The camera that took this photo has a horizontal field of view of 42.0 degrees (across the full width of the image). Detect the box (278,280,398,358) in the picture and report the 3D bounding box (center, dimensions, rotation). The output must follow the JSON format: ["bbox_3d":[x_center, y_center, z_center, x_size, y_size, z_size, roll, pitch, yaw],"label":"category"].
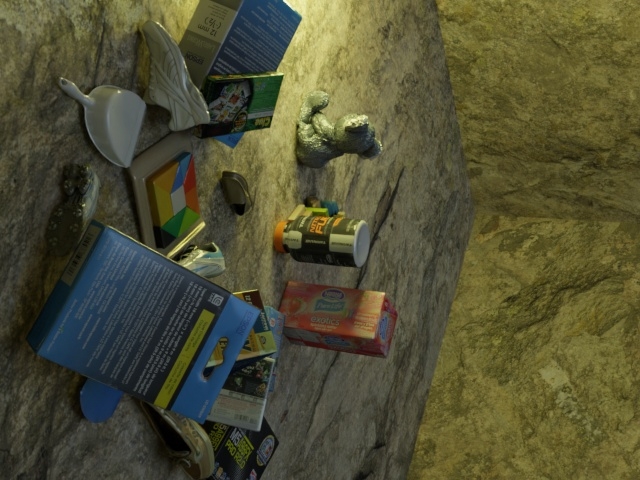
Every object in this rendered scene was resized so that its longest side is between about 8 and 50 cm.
[{"bbox_3d":[0.046,0.220,2.338,0.154,0.299,0.142,54,47,-55],"label":"box"}]

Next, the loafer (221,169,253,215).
[{"bbox_3d":[-0.200,-0.113,2.013,0.148,0.056,0.050,63,32,-50],"label":"loafer"}]

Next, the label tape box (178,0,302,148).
[{"bbox_3d":[-0.203,-0.404,1.856,0.348,0.115,0.249,-62,156,4],"label":"label tape box"}]

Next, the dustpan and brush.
[{"bbox_3d":[-0.404,-0.241,1.530,0.211,0.060,0.147,56,42,-65],"label":"dustpan and brush"}]

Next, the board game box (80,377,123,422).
[{"bbox_3d":[-0.418,0.264,1.604,0.133,0.033,0.169,68,39,-55],"label":"board game box"}]

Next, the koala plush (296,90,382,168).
[{"bbox_3d":[0.058,-0.297,2.375,0.196,0.221,0.203,62,40,-52],"label":"koala plush"}]

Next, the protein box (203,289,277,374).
[{"bbox_3d":[-0.236,0.205,1.679,0.201,0.199,0.136,-7,73,-41],"label":"protein box"}]

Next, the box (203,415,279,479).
[{"bbox_3d":[-0.206,0.521,2.044,0.216,0.060,0.270,-58,150,-29],"label":"box"}]

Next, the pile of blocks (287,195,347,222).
[{"bbox_3d":[0.029,-0.060,2.489,0.362,0.112,0.149,-20,112,-65],"label":"pile of blocks"}]

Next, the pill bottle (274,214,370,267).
[{"bbox_3d":[0.000,0.000,2.260,0.130,0.245,0.131,5,90,-69],"label":"pill bottle"}]

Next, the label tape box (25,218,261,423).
[{"bbox_3d":[-0.307,0.148,1.480,0.333,0.106,0.241,32,81,-29],"label":"label tape box"}]

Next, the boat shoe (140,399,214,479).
[{"bbox_3d":[-0.315,0.418,1.799,0.089,0.104,0.285,-50,128,-47],"label":"boat shoe"}]

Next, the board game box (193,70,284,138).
[{"bbox_3d":[-0.176,-0.302,1.844,0.259,0.030,0.136,-21,132,-57],"label":"board game box"}]

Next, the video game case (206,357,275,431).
[{"bbox_3d":[-0.213,0.340,1.946,0.022,0.190,0.173,152,-47,-66],"label":"video game case"}]

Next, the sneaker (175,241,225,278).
[{"bbox_3d":[-0.293,0.059,1.813,0.237,0.085,0.086,-22,89,-62],"label":"sneaker"}]

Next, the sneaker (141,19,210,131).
[{"bbox_3d":[-0.314,-0.322,1.670,0.232,0.115,0.090,65,-5,-10],"label":"sneaker"}]

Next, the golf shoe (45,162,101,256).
[{"bbox_3d":[-0.428,-0.046,1.486,0.086,0.069,0.176,56,45,-64],"label":"golf shoe"}]

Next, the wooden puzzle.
[{"bbox_3d":[-0.315,-0.089,1.765,0.221,0.044,0.239,-51,139,-53],"label":"wooden puzzle"}]

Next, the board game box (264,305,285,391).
[{"bbox_3d":[-0.143,0.289,2.210,0.160,0.039,0.212,49,50,-72],"label":"board game box"}]
